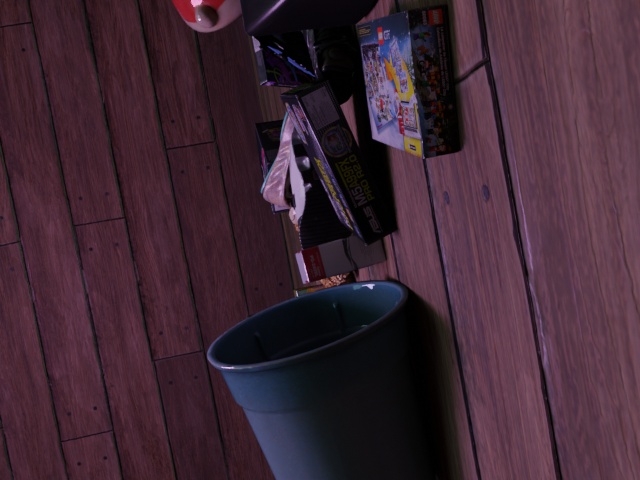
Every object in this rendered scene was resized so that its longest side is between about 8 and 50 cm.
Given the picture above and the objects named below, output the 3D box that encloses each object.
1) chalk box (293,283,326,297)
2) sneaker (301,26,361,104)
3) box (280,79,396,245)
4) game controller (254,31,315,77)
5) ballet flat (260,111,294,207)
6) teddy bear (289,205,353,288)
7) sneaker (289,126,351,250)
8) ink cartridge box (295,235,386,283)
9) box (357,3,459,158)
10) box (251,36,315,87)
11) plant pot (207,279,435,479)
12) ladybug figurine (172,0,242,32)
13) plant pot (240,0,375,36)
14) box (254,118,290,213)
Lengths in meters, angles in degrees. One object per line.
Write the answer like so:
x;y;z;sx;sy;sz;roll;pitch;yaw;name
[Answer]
0.014;0.219;1.733;0.132;0.132;0.213;144;115;-82;chalk box
0.014;-0.346;1.130;0.130;0.087;0.228;-148;44;-77;sneaker
0.025;-0.139;1.148;0.270;0.060;0.216;64;176;-16;box
-0.048;-0.370;1.341;0.166;0.067;0.319;40;-173;-22;game controller
-0.052;-0.217;1.665;0.106;0.107;0.316;34;125;18;ballet flat
0.000;0.000;1.622;0.245;0.113;0.338;99;159;-62;teddy bear
-0.006;-0.103;1.486;0.146;0.122;0.331;-158;63;-79;sneaker
0.037;0.031;1.239;0.109;0.150;0.063;141;114;-82;ink cartridge box
0.102;-0.196;0.824;0.233;0.044;0.159;-125;25;-72;box
-0.081;-0.411;1.531;0.029;0.162;0.116;-14;87;42;box
0.026;0.283;1.111;0.341;0.341;0.334;-143;35;-79;plant pot
-0.179;-0.592;1.255;0.162;0.305;0.450;34;-127;-41;ladybug figurine
-0.007;-0.397;0.915;0.167;0.188;0.188;-161;60;-66;plant pot
-0.095;-0.218;1.890;0.270;0.143;0.165;-111;13;-56;box
